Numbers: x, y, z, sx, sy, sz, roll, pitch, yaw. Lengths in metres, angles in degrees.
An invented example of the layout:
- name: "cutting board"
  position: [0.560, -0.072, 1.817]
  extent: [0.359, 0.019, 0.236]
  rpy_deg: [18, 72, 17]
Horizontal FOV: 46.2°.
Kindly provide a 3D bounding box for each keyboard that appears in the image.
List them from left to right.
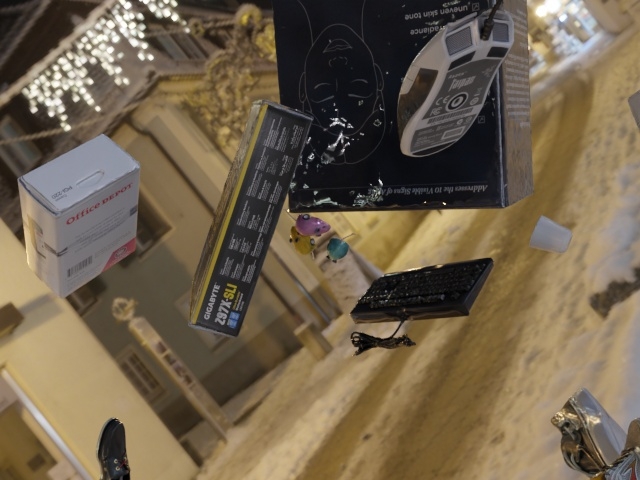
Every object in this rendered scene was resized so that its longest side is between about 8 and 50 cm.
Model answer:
- name: "keyboard"
  position: [0.151, 0.116, 1.316]
  extent: [0.317, 0.033, 0.201]
  rpy_deg: [-15, 35, 57]

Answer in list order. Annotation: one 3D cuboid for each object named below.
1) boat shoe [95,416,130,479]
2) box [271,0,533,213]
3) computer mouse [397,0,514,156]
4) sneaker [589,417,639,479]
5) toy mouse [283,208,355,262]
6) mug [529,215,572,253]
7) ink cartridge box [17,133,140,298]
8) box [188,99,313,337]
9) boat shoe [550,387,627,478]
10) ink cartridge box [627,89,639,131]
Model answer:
- name: "boat shoe"
  position: [-0.276, 0.307, 1.016]
  extent: [0.042, 0.133, 0.049]
  rpy_deg: [7, 5, 30]
- name: "box"
  position: [0.180, -0.307, 1.587]
  extent: [0.480, 0.472, 0.297]
  rpy_deg: [0, 8, 27]
- name: "computer mouse"
  position: [0.093, -0.133, 0.519]
  extent: [0.106, 0.042, 0.193]
  rpy_deg: [-18, -28, -27]
- name: "sneaker"
  position: [0.470, 0.367, 1.158]
  extent: [0.225, 0.092, 0.088]
  rpy_deg: [-57, -14, -36]
- name: "toy mouse"
  position: [0.000, 0.000, 1.319]
  extent: [0.143, 0.161, 0.031]
  rpy_deg: [2, 54, 38]
- name: "mug"
  position: [0.427, -0.009, 1.377]
  extent: [0.078, 0.064, 0.062]
  rpy_deg: [-38, -36, -50]
- name: "ink cartridge box"
  position: [-0.369, -0.035, 1.159]
  extent: [0.158, 0.092, 0.218]
  rpy_deg: [-39, -17, -36]
- name: "box"
  position: [-0.111, -0.046, 1.117]
  extent: [0.257, 0.079, 0.322]
  rpy_deg: [-123, 52, -78]
- name: "boat shoe"
  position: [0.516, 0.391, 1.409]
  extent: [0.119, 0.121, 0.335]
  rpy_deg: [-48, -1, 10]
- name: "ink cartridge box"
  position: [0.662, -0.233, 1.258]
  extent: [0.219, 0.093, 0.160]
  rpy_deg: [4, -27, -27]
